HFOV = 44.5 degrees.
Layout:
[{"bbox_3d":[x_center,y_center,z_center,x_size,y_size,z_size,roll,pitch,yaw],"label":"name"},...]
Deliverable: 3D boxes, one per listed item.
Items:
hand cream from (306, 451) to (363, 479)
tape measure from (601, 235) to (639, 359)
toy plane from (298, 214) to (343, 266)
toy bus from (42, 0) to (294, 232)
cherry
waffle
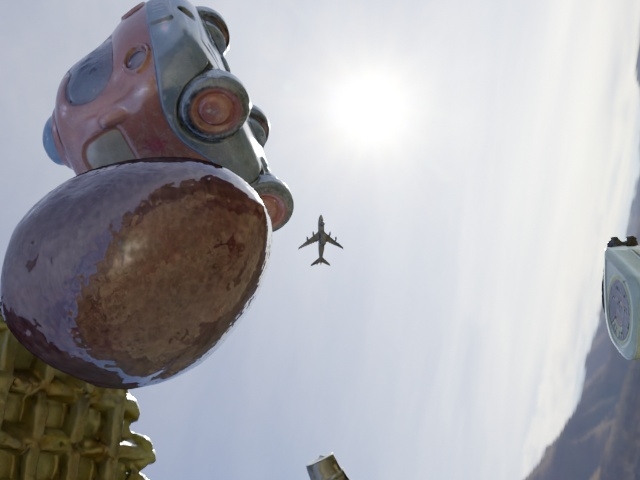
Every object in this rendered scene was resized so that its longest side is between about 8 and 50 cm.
[{"bbox_3d":[0.071,0.365,0.753,0.340,0.078,0.124,64,174,5],"label":"hand cream"},{"bbox_3d":[0.623,0.123,1.516,0.235,0.115,0.207,-86,-10,-72],"label":"tape measure"},{"bbox_3d":[0.001,0.001,1.244,0.078,0.024,0.084,0,-80,-22],"label":"toy plane"},{"bbox_3d":[-0.176,-0.108,0.877,0.197,0.232,0.294,-109,-4,-49],"label":"toy bus"},{"bbox_3d":[-0.156,0.029,0.669,0.213,0.266,0.183,22,-135,-67],"label":"cherry"},{"bbox_3d":[-0.276,0.207,0.699,0.292,0.056,0.309,-41,-59,-48],"label":"waffle"}]
